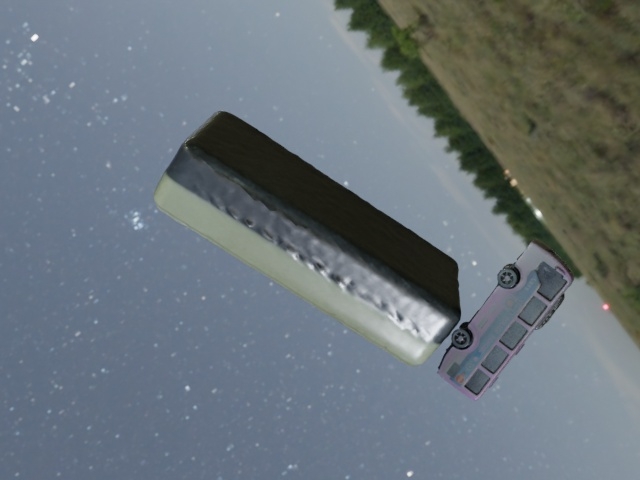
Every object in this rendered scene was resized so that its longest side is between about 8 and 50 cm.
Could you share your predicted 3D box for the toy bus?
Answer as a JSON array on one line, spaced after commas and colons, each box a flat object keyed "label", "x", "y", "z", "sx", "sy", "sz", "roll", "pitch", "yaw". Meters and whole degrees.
[{"label": "toy bus", "x": 0.143, "y": 0.062, "z": 0.573, "sx": 0.052, "sy": 0.130, "sz": 0.037, "roll": 38, "pitch": -165, "yaw": 16}]

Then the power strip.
[{"label": "power strip", "x": 0.000, "y": 0.000, "z": 0.589, "sx": 0.257, "sy": 0.070, "sz": 0.105, "roll": 32, "pitch": -154, "yaw": -5}]
